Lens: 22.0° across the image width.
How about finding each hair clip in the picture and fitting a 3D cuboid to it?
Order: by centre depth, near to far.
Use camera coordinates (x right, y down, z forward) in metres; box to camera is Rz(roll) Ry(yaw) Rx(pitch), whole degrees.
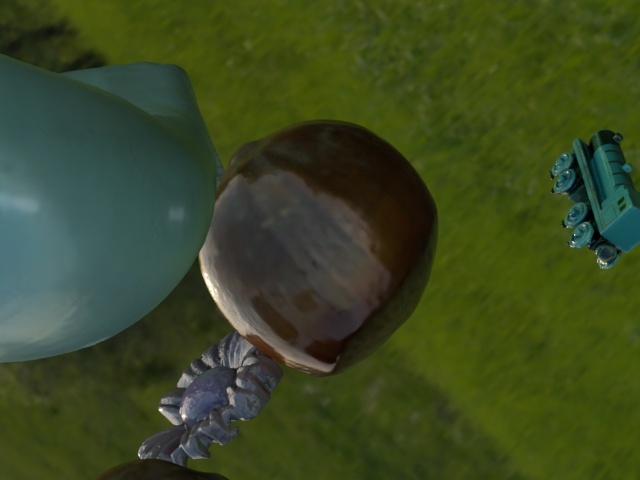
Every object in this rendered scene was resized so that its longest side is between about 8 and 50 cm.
[{"bbox_3d":[-0.065,0.114,1.562,0.173,0.300,0.069,-36,94,36],"label":"hair clip"}]

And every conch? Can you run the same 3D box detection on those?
[{"bbox_3d":[-0.130,-0.023,0.627,0.185,0.221,0.121,25,102,16],"label":"conch"}]

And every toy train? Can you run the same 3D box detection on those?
[{"bbox_3d":[0.143,-0.024,0.842,0.029,0.092,0.045,34,118,-24],"label":"toy train"}]

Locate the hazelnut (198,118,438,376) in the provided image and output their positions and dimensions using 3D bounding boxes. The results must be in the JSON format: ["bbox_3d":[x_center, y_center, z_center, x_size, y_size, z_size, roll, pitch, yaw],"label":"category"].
[{"bbox_3d":[0.000,0.000,1.389,0.214,0.214,0.176,53,148,-11],"label":"hazelnut"}]

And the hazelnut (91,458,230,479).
[{"bbox_3d":[-0.095,0.209,1.035,0.154,0.143,0.143,32,150,-1],"label":"hazelnut"}]

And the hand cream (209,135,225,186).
[{"bbox_3d":[-0.120,-0.060,1.863,0.067,0.042,0.194,96,149,-80],"label":"hand cream"}]
